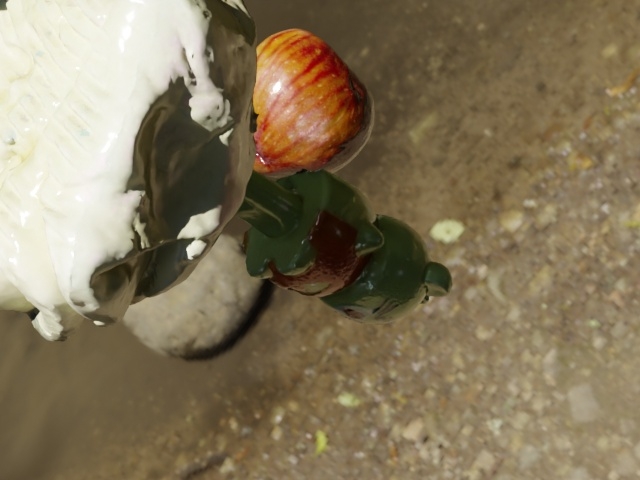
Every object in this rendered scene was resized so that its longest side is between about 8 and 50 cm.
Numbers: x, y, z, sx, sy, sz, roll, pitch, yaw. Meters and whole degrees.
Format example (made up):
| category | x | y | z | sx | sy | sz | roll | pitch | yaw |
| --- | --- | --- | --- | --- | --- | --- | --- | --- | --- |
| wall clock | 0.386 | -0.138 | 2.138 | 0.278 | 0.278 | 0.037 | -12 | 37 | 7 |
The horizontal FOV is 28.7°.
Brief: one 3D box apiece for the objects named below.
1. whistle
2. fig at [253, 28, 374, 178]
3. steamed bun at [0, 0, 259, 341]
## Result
| category | x | y | z | sx | sy | sz | roll | pitch | yaw |
| --- | --- | --- | --- | --- | --- | --- | --- | --- | --- |
| whistle | 0.000 | 0.000 | 1.140 | 0.131 | 0.288 | 0.106 | -7 | 61 | 50 |
| fig | -0.042 | -0.130 | 1.454 | 0.175 | 0.175 | 0.207 | 19 | 68 | 52 |
| steamed bun | -0.153 | -0.068 | 0.872 | 0.268 | 0.207 | 0.280 | 12 | 83 | 41 |
